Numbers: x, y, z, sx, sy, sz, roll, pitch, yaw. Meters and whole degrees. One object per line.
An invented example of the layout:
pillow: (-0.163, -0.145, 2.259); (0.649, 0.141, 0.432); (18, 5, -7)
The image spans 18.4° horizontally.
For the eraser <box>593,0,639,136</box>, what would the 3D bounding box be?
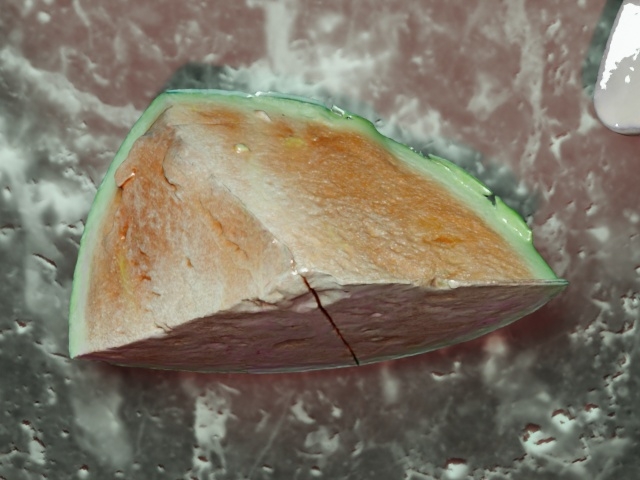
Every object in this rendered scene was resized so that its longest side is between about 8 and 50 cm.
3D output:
eraser: (0.323, -0.175, 1.598); (0.243, 0.059, 0.204); (-41, 70, 13)

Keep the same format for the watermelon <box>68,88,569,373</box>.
watermelon: (-0.015, -0.020, 1.616); (0.292, 0.319, 0.222); (2, 72, -35)
